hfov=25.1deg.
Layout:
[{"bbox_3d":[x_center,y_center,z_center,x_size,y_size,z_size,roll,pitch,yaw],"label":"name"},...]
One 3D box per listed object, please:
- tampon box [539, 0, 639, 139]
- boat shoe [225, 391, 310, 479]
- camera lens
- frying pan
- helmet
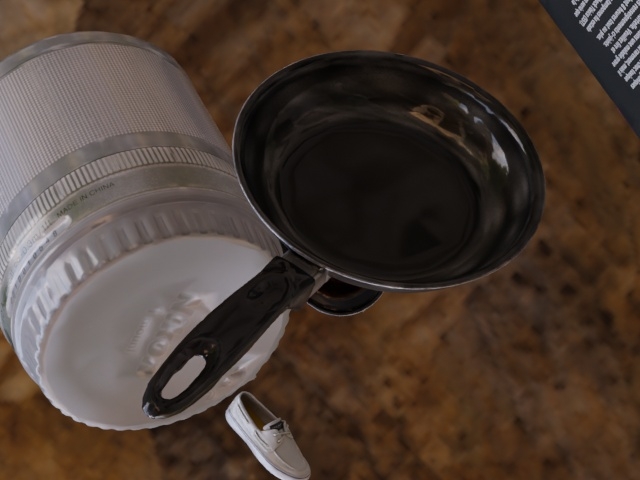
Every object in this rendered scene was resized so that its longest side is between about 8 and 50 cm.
[{"bbox_3d":[0.130,-0.136,0.501,0.161,0.120,0.101,56,167,8],"label":"tampon box"},{"bbox_3d":[-0.044,0.176,1.297,0.100,0.035,0.035,46,-139,20],"label":"boat shoe"},{"bbox_3d":[-0.164,-0.016,1.134,0.219,0.219,0.274,35,-163,-45],"label":"camera lens"},{"bbox_3d":[0.029,0.006,0.853,0.197,0.053,0.326,15,-130,0],"label":"frying pan"},{"bbox_3d":[0.019,0.009,1.888,0.169,0.169,0.161,49,-175,35],"label":"helmet"}]
